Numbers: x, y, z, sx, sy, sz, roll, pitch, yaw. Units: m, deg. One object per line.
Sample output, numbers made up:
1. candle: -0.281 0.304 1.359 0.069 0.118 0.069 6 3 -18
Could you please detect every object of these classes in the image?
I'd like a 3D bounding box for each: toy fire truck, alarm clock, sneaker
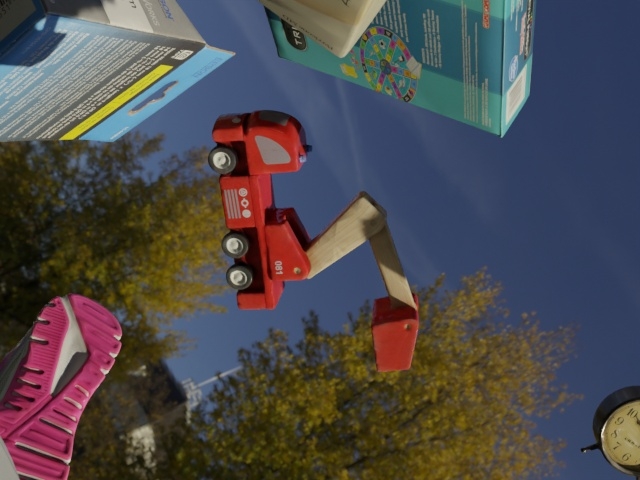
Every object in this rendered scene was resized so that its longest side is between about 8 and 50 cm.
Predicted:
1. toy fire truck: 0.000 0.000 0.517 0.047 0.135 0.192 -70 156 -68
2. alarm clock: 0.489 0.268 1.075 0.129 0.064 0.192 33 -72 -1
3. sneaker: -0.275 0.175 0.664 0.103 0.252 0.111 36 -38 -17

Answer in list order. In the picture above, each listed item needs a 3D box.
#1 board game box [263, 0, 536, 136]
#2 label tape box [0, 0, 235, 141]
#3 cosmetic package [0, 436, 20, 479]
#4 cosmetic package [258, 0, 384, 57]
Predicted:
1. board game box: 0.075 -0.280 0.827 0.336 0.079 0.254 26 -23 25
2. label tape box: -0.289 -0.212 0.827 0.240 0.333 0.106 -28 -93 24
3. cosmetic package: -0.297 0.150 0.188 0.329 0.327 0.394 57 -10 9
4. cosmetic package: 0.002 -0.261 0.529 0.160 0.113 0.309 35 -4 -2
